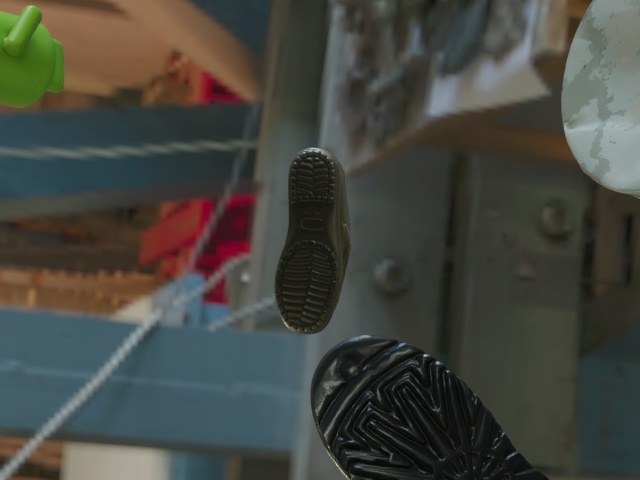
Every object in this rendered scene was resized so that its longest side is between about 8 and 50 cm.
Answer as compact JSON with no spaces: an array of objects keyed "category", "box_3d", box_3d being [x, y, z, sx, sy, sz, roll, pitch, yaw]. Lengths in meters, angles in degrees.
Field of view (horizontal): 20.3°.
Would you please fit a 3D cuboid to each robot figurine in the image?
[{"category":"robot figurine","box_3d":[-0.240,-0.134,1.296,0.101,0.115,0.067,-11,76,42]}]

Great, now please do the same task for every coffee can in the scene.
[{"category":"coffee can","box_3d":[0.345,-0.091,1.319,0.201,0.275,0.202,-29,52,45]}]

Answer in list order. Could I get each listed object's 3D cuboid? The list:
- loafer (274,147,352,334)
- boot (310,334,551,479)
[{"category":"loafer","box_3d":[0.000,0.000,1.388,0.050,0.056,0.148,-22,-58,-67]},{"category":"boot","box_3d":[0.111,0.223,1.670,0.131,0.348,0.260,-47,6,-8]}]
